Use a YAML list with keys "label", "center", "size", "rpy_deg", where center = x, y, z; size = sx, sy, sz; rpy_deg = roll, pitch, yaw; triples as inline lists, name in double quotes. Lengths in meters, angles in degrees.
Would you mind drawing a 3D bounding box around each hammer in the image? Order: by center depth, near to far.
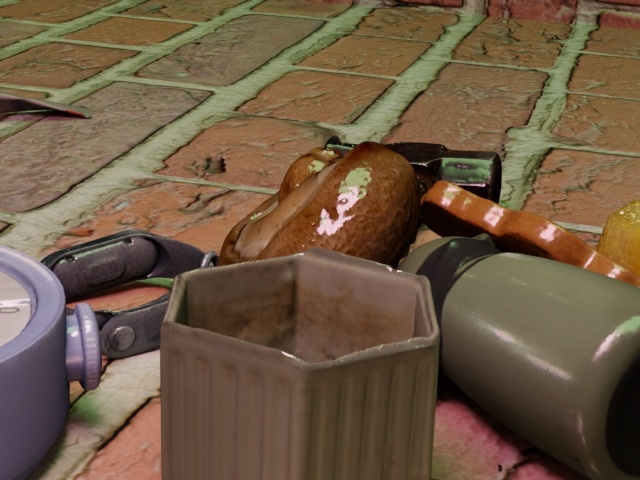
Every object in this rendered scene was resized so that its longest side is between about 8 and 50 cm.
- label: "hammer"
  center: [0.080, -0.023, 1.662]
  size: [0.242, 0.095, 0.409]
  rpy_deg: [8, 26, 15]

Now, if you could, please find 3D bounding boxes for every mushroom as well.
- label: "mushroom"
  center: [0.000, 0.000, 1.380]
  size: [0.153, 0.253, 0.253]
  rpy_deg: [45, 16, -11]

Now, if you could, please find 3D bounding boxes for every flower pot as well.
- label: "flower pot"
  center: [-0.017, 0.130, 1.042]
  size: [0.239, 0.190, 0.209]
  rpy_deg: [-8, 22, -31]

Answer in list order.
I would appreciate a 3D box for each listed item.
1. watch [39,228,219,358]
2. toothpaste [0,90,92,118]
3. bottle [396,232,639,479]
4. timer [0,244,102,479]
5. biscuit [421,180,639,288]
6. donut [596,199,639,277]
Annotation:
- label: "watch"
  center: [-0.205, 0.054, 1.412]
  size: [0.206, 0.068, 0.193]
  rpy_deg: [-15, 29, -30]
- label: "toothpaste"
  center: [-0.530, -0.223, 2.173]
  size: [0.301, 0.048, 0.075]
  rpy_deg: [1, -9, -24]
- label: "bottle"
  center: [0.194, 0.094, 1.216]
  size: [0.168, 0.168, 0.347]
  rpy_deg: [-9, 18, -29]
- label: "timer"
  center: [-0.379, 0.094, 1.126]
  size: [0.395, 0.173, 0.395]
  rpy_deg: [2, 19, -1]
- label: "biscuit"
  center: [0.237, 0.035, 1.356]
  size: [0.047, 0.202, 0.334]
  rpy_deg: [-48, 38, -13]
- label: "donut"
  center: [0.445, 0.027, 1.500]
  size: [0.277, 0.108, 0.277]
  rpy_deg: [2, 20, -1]
